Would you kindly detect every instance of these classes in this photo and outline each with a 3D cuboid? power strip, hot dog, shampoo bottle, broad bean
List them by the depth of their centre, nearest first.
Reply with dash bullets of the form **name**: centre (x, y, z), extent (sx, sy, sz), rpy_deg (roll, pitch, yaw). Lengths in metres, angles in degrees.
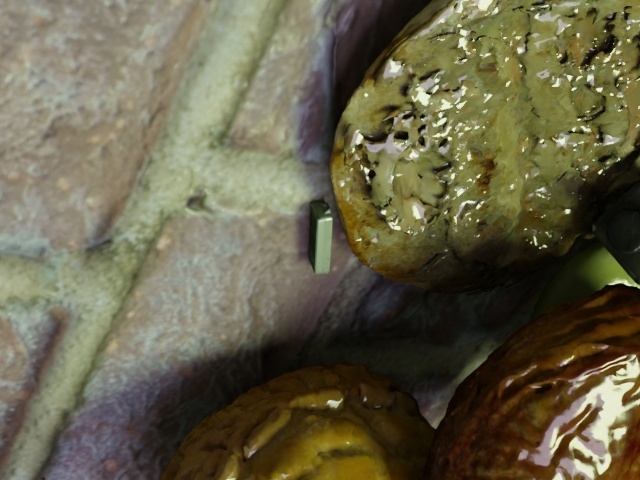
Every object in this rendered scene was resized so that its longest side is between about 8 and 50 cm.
- **power strip**: centre (0.000, 0.000, 0.879), extent (0.017, 0.027, 0.083), rpy_deg (-7, 132, -12)
- **hot dog**: centre (0.213, 0.220, 0.885), extent (0.267, 0.174, 0.387), rpy_deg (2, 106, -56)
- **shampoo bottle**: centre (0.350, -0.008, 0.921), extent (0.246, 0.080, 0.079), rpy_deg (0, 138, -50)
- **broad bean**: centre (0.323, 0.116, 1.046), extent (0.189, 0.121, 0.263), rpy_deg (-9, 129, -4)

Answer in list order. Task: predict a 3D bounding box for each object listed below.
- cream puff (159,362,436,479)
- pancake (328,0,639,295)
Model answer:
- **cream puff**: centre (-0.024, 0.278, 0.972), extent (0.343, 0.231, 0.327), rpy_deg (-47, 135, 12)
- **pancake**: centre (0.186, -0.103, 0.832), extent (0.382, 0.071, 0.382), rpy_deg (-13, 137, -13)
